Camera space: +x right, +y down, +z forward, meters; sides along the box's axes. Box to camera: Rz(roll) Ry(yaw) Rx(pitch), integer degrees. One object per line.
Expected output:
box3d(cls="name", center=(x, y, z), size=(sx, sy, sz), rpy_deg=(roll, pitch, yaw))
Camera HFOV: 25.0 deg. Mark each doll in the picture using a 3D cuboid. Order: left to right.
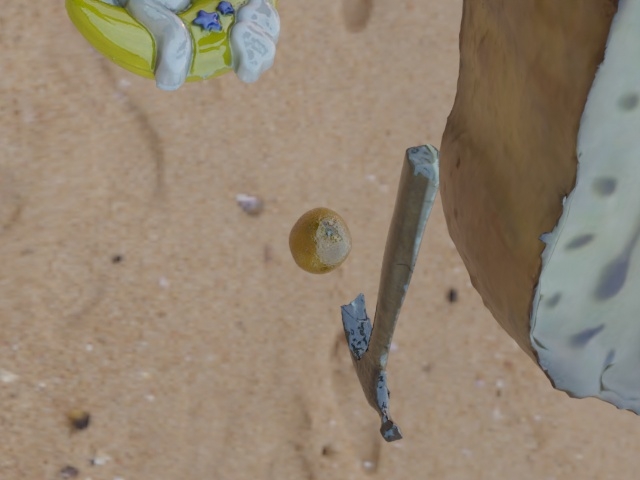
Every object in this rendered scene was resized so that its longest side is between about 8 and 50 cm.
box3d(cls="doll", center=(-0.158, -0.266, 1.534), size=(0.237, 0.111, 0.252), rpy_deg=(0, 61, -12))

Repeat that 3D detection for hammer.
box3d(cls="hammer", center=(0.057, 0.034, 1.089), size=(0.027, 0.297, 0.125), rpy_deg=(-12, 56, -15))

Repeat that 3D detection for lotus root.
box3d(cls="lotus root", center=(0.072, -0.021, 0.370), size=(0.095, 0.135, 0.159), rpy_deg=(-37, 116, 0))

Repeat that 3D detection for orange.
box3d(cls="orange", center=(0.000, 0.000, 1.689), size=(0.085, 0.085, 0.085), rpy_deg=(-1, 91, -45))
